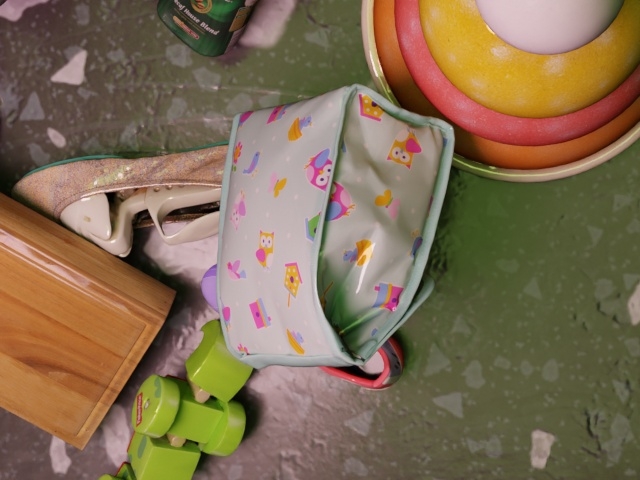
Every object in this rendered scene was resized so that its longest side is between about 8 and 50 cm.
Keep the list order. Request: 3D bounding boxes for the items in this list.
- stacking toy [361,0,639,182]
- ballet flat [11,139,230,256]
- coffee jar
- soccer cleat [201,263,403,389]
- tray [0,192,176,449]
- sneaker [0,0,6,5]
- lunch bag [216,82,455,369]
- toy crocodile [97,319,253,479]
[{"bbox_3d":[0.197,-0.207,1.056,0.350,0.480,0.351,1,99,6],"label":"stacking toy"},{"bbox_3d":[-0.194,-0.041,1.304,0.315,0.107,0.106,-10,62,9],"label":"ballet flat"},{"bbox_3d":[-0.099,-0.289,1.261,0.096,0.079,0.184,42,133,3],"label":"coffee jar"},{"bbox_3d":[-0.022,0.090,1.299,0.248,0.095,0.083,28,96,6],"label":"soccer cleat"},{"bbox_3d":[-0.387,0.046,1.281,0.410,0.076,0.203,30,114,-10],"label":"tray"},{"bbox_3d":[-0.402,-0.346,1.310,0.222,0.083,0.118,33,62,17],"label":"sneaker"},{"bbox_3d":[0.000,0.000,1.166,0.160,0.223,0.262,17,77,-33],"label":"lunch bag"},{"bbox_3d":[-0.181,0.247,1.327,0.115,0.105,0.341,22,102,-29],"label":"toy crocodile"}]
